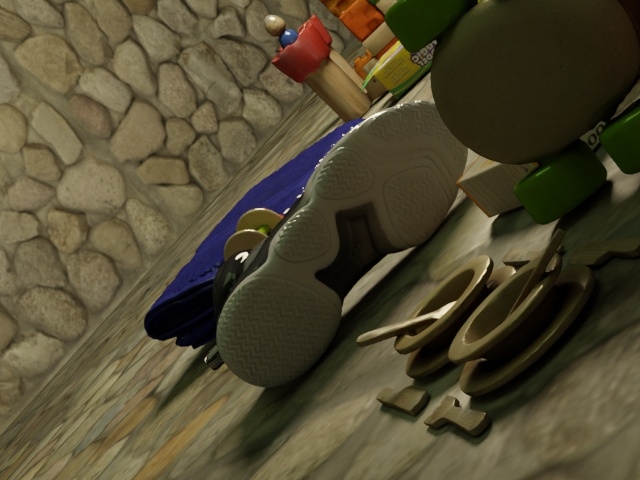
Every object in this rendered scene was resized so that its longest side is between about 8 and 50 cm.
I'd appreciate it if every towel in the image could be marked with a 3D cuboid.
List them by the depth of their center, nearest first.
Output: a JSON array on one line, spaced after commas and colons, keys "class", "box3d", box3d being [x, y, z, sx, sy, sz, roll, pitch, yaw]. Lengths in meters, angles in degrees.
[{"class": "towel", "box3d": [-0.048, -0.007, 1.596, 0.227, 0.076, 0.308, -32, 13, 31]}]

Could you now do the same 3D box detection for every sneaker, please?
[{"class": "sneaker", "box3d": [0.000, 0.000, 1.148, 0.268, 0.101, 0.153, -50, 11, -16]}]

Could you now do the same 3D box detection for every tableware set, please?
[{"class": "tableware set", "box3d": [0.081, 0.036, 0.772, 0.128, 0.039, 0.194, -47, 8, -10]}]

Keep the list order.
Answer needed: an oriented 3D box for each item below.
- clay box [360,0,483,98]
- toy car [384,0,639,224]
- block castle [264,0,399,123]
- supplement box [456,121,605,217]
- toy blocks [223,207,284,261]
[{"class": "clay box", "box3d": [0.151, -0.277, 1.996, 0.222, 0.053, 0.127, -44, 8, 19]}, {"class": "toy car", "box3d": [0.163, -0.131, 0.853, 0.188, 0.155, 0.149, -39, 3, -37]}, {"class": "block castle", "box3d": [0.120, -0.408, 2.249, 0.453, 0.213, 0.303, -43, 8, 10]}, {"class": "supplement box", "box3d": [0.138, -0.054, 0.955, 0.062, 0.036, 0.098, -48, 8, -18]}, {"class": "toy blocks", "box3d": [-0.016, -0.018, 1.376, 0.123, 0.054, 0.148, -8, 21, 17]}]
